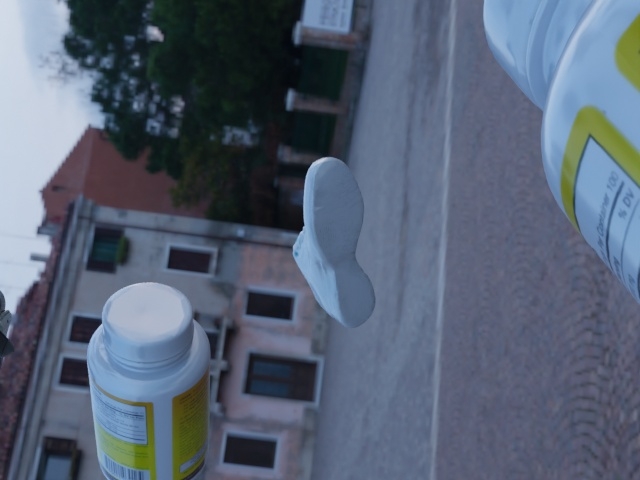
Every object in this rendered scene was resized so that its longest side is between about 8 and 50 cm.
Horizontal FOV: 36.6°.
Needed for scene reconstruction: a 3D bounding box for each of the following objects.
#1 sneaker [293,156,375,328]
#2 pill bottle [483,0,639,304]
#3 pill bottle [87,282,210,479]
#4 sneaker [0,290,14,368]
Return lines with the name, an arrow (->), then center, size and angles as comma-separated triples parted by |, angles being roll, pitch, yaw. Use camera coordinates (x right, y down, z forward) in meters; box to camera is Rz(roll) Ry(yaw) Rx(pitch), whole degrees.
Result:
sneaker -> 0.000, 0.000, 1.120 | 0.094, 0.080, 0.212 | 23, 131, 47
pill bottle -> 0.205, -0.021, 0.357 | 0.188, 0.187, 0.334 | 99, 149, -46
pill bottle -> -0.168, 0.147, 0.957 | 0.117, 0.117, 0.215 | -85, 1, -50
sneaker -> -0.430, 0.122, 1.138 | 0.146, 0.122, 0.330 | -61, 24, 0
